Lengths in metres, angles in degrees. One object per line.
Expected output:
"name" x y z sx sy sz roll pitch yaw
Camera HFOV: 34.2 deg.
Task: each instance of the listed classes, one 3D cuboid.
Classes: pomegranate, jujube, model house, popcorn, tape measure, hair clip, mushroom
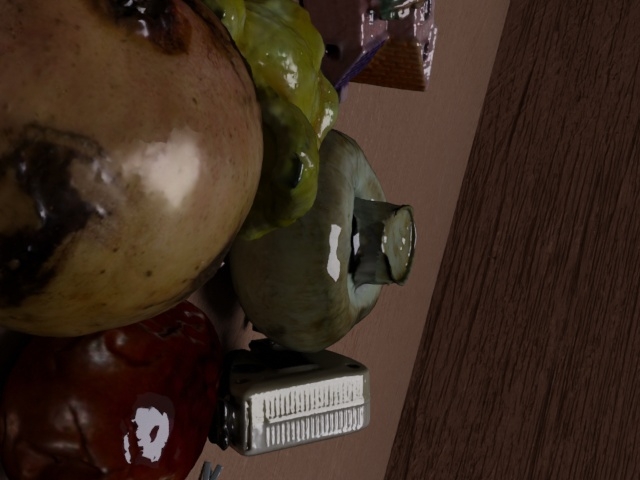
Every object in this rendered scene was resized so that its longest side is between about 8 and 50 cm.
"pomegranate" -0.197 -0.079 0.769 0.322 0.322 0.322 12 90 -73
"jujube" -0.213 0.168 1.119 0.318 0.223 0.223 -52 150 -71
"model house" 0.093 -0.353 1.736 0.237 0.202 0.237 -51 148 -56
"popcorn" -0.109 -0.115 1.045 0.290 0.325 0.321 7 102 -57
"tape measure" -0.084 0.226 1.571 0.271 0.231 0.133 -9 101 -33
"hair clip" -0.184 0.410 1.652 0.039 0.030 0.115 120 -14 -82
"mushroom" 0.000 0.000 1.548 0.352 0.260 0.352 4 90 -71

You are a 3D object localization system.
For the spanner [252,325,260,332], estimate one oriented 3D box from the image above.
"spanner" -0.065 -0.003 1.740 0.095 0.040 0.325 47 55 -69
